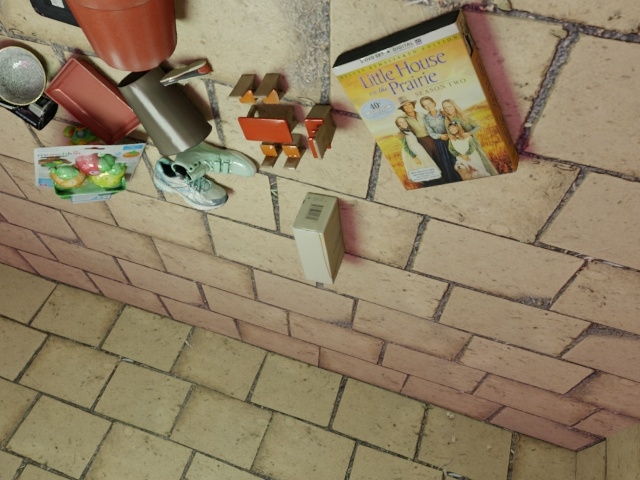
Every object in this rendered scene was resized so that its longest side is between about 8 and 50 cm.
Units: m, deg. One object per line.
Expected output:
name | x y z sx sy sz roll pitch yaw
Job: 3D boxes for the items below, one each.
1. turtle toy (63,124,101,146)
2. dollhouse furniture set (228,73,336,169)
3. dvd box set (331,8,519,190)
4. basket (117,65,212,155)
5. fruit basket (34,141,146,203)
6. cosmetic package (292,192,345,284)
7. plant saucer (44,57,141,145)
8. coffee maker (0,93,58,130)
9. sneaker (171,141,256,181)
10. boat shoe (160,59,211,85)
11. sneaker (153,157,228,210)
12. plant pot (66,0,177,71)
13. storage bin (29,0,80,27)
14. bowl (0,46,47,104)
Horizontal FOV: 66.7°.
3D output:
turtle toy | -0.842 -0.369 1.701 0.130 0.095 0.066 6 121 22
dollhouse furniture set | -0.101 -0.297 1.311 0.259 0.135 0.262 7 145 22
dvd box set | 0.259 -0.301 1.161 0.308 0.062 0.420 -6 138 36
basket | -0.453 -0.379 1.394 0.204 0.154 0.227 0 138 33
fruit basket | -0.787 -0.241 1.659 0.327 0.165 0.353 -10 176 -32
cosmetic package | 0.000 0.000 1.668 0.113 0.160 0.309 10 147 17
plant saucer | -0.712 -0.441 1.548 0.259 0.047 0.258 -15 133 42
coffee maker | -0.991 -0.466 1.636 0.178 0.120 0.171 36 169 -19
sneaker | -0.342 -0.224 1.549 0.256 0.151 0.094 19 146 2
boat shoe | -0.361 -0.440 1.302 0.137 0.049 0.043 -19 136 4
sneaker | -0.457 -0.200 1.695 0.283 0.110 0.122 20 144 3
plant pot | -0.436 -0.537 1.065 0.272 0.272 0.265 20 156 3
storage bin | -0.629 -0.615 1.208 0.180 0.084 0.122 18 148 5
bowl | -0.923 -0.508 1.515 0.170 0.170 0.080 26 -168 -6
